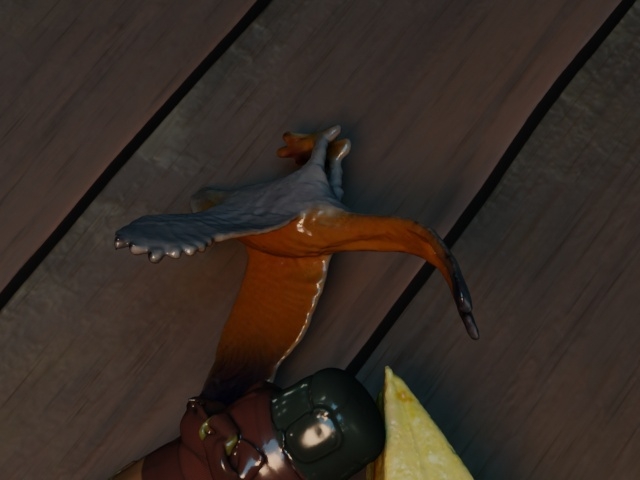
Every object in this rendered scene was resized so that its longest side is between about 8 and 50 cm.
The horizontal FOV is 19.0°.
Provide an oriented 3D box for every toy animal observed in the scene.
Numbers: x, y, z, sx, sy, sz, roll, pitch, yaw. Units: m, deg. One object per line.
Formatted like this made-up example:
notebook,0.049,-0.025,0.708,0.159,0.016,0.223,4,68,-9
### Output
toy animal,0.000,-0.015,1.616,0.284,0.225,0.302,-11,37,17

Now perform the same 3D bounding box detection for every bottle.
bottle,-0.076,0.193,1.525,0.271,0.156,0.143,-35,84,18

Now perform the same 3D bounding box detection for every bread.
bread,0.120,0.248,1.552,0.163,0.167,0.264,4,66,-3
